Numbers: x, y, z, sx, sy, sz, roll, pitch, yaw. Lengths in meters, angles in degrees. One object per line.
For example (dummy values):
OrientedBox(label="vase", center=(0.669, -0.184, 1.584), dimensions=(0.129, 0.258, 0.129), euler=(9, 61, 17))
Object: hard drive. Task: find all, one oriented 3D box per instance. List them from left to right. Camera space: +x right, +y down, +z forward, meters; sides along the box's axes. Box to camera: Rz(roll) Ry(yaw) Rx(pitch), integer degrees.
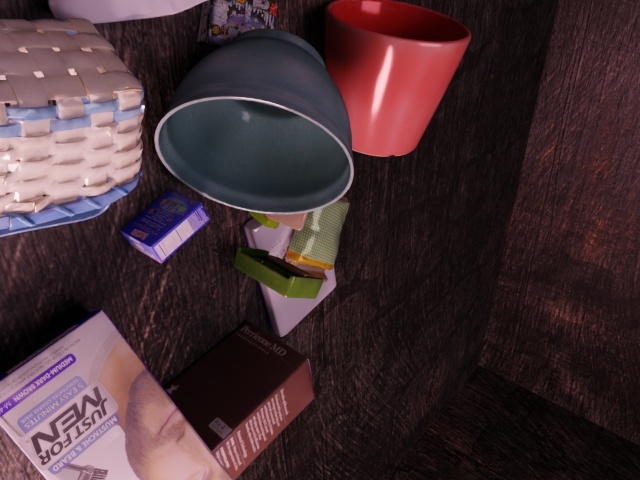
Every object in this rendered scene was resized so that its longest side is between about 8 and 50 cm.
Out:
OrientedBox(label="hard drive", center=(-0.057, 0.041, 1.156), dimensions=(0.210, 0.040, 0.319), euler=(-41, 138, -33))

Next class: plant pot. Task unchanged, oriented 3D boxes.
OrientedBox(label="plant pot", center=(-0.086, -0.196, 0.798), dimensions=(0.293, 0.293, 0.196), euler=(50, 42, -53))
OrientedBox(label="plant pot", center=(0.128, -0.318, 1.017), dimensions=(0.275, 0.275, 0.243), euler=(-31, 143, -41))

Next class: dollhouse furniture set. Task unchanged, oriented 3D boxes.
OrientedBox(label="dollhouse furniture set", center=(0.000, 0.000, 1.035), dimensions=(0.301, 0.151, 0.197), euler=(11, 100, -55))

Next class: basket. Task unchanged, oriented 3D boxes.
OrientedBox(label="basket", center=(-0.333, -0.100, 0.577), dimensions=(0.255, 0.201, 0.289), euler=(-24, 156, -48))

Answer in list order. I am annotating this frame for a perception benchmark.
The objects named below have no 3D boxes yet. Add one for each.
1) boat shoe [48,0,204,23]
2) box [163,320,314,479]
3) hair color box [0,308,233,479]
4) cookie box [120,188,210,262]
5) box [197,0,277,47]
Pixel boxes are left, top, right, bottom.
OrientedBox(label="boat shoe", center=(-0.176, -0.385, 0.639), dimensions=(0.367, 0.136, 0.156), euler=(-33, 131, -29))
OrientedBox(label="box", center=(-0.206, 0.350, 1.003), dimensions=(0.381, 0.191, 0.143), euler=(-37, 137, -37))
OrientedBox(label="hair color box", center=(-0.305, 0.293, 0.751), dimensions=(0.185, 0.110, 0.339), euler=(-40, 103, -33))
OrientedBox(label="cookie box", center=(-0.246, -0.025, 0.812), dimensions=(0.107, 0.092, 0.040), euler=(-46, 138, -26))
OrientedBox(label="box", center=(-0.131, -0.355, 0.827), dimensions=(0.137, 0.027, 0.094), euler=(-9, 116, -51))
